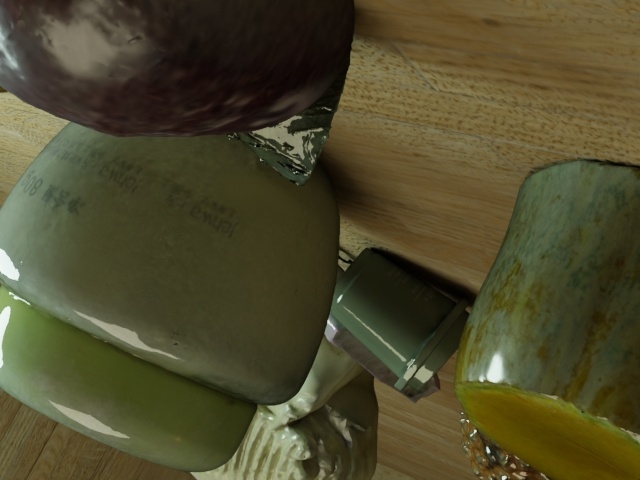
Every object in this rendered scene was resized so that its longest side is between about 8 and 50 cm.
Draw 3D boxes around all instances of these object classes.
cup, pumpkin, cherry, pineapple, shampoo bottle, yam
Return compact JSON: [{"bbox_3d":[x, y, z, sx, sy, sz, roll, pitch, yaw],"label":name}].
[{"bbox_3d":[0.080,0.078,1.510,0.141,0.120,0.120,39,169,3],"label":"cup"},{"bbox_3d":[0.257,0.110,1.023,0.332,0.199,0.332,24,166,6],"label":"pumpkin"},{"bbox_3d":[-0.094,-0.146,0.755,0.266,0.184,0.213,17,-176,-31],"label":"cherry"},{"bbox_3d":[0.238,0.168,1.471,0.169,0.169,0.340,27,158,7],"label":"pineapple"},{"bbox_3d":[-0.146,0.030,1.338,0.322,0.317,0.322,23,178,1],"label":"shampoo bottle"},{"bbox_3d":[-0.061,-0.127,0.949,0.183,0.107,0.107,31,168,1],"label":"yam"}]

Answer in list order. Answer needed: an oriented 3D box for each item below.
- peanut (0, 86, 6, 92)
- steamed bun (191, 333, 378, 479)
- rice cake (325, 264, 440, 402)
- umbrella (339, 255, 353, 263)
[{"bbox_3d":[-0.239,-0.185,1.008,0.159,0.143,0.291,36,173,12],"label":"peanut"},{"bbox_3d":[-0.065,0.187,1.971,0.352,0.247,0.339,24,131,21],"label":"steamed bun"},{"bbox_3d":[0.063,0.111,1.694,0.106,0.050,0.298,63,-169,30],"label":"rice cake"},{"bbox_3d":[-0.002,0.000,1.578,0.022,0.013,0.122,9,160,41],"label":"umbrella"}]
